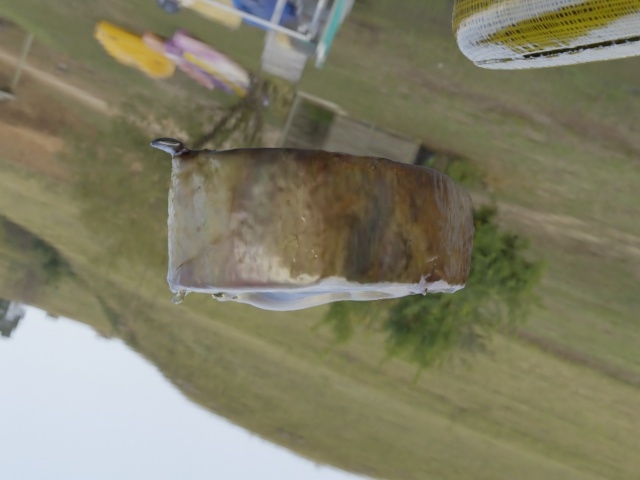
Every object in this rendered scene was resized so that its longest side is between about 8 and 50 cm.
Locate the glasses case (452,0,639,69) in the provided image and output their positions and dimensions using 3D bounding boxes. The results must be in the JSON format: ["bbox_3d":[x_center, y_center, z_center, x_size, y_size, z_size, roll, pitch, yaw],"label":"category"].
[{"bbox_3d":[0.122,-0.113,0.459,0.064,0.079,0.234,25,176,-19],"label":"glasses case"}]

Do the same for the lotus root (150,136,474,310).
[{"bbox_3d":[0.000,0.000,0.638,0.170,0.074,0.261,-3,173,12],"label":"lotus root"}]
